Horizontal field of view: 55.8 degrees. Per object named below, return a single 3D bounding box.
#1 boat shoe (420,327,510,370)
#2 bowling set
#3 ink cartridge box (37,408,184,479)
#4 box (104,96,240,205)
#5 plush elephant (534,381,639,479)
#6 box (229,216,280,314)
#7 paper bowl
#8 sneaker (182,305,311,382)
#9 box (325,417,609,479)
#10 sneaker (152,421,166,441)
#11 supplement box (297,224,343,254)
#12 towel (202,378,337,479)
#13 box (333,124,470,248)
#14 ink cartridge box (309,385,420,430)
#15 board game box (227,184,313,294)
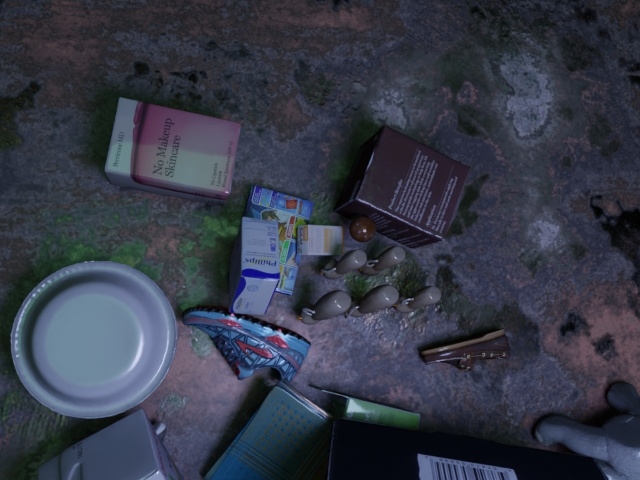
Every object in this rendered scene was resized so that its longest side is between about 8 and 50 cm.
[{"bbox_3d":[0.317,0.244,1.300,0.206,0.073,0.073,-10,84,-14],"label":"boat shoe"},{"bbox_3d":[0.091,0.063,1.241,0.286,0.154,0.200,2,71,-28],"label":"bowling set"},{"bbox_3d":[-0.317,0.475,1.012,0.197,0.198,0.270,-27,114,-15],"label":"ink cartridge box"},{"bbox_3d":[-0.283,-0.168,1.176,0.232,0.127,0.149,10,82,-13],"label":"box"},{"bbox_3d":[0.674,0.497,1.273,0.271,0.330,0.256,-20,107,-22],"label":"plush elephant"},{"bbox_3d":[-0.124,0.049,1.127,0.072,0.126,0.137,7,51,-15],"label":"box"},{"bbox_3d":[-0.405,0.177,1.099,0.284,0.148,0.285,2,82,-12],"label":"paper bowl"},{"bbox_3d":[-0.152,0.208,1.177,0.261,0.104,0.125,21,81,-10],"label":"sneaker"},{"bbox_3d":[0.217,0.605,1.001,0.479,0.297,0.472,8,104,3],"label":"box"},{"bbox_3d":[-0.322,0.419,1.141,0.064,0.061,0.158,28,89,-18],"label":"sneaker"},{"bbox_3d":[0.000,0.000,1.249,0.098,0.036,0.062,2,88,-41],"label":"supplement box"},{"bbox_3d":[-0.009,0.469,1.156,0.370,0.040,0.271,37,102,-4],"label":"towel"},{"bbox_3d":[0.166,-0.103,1.255,0.203,0.167,0.169,25,79,-9],"label":"box"},{"bbox_3d":[0.081,0.349,1.213,0.209,0.109,0.062,17,79,-11],"label":"ink cartridge box"},{"bbox_3d":[-0.102,0.000,1.247,0.136,0.035,0.201,16,80,-11],"label":"board game box"}]
